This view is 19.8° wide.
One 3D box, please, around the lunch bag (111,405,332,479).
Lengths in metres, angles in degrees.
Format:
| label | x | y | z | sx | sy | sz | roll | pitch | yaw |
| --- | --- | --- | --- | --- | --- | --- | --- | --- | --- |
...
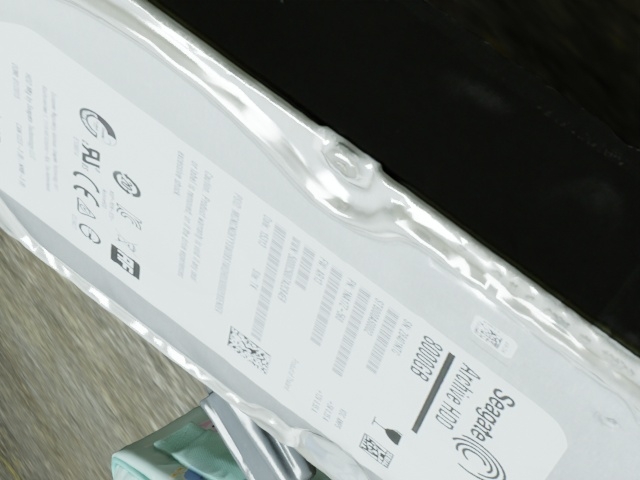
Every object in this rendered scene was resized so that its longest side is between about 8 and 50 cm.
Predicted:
| label | x | y | z | sx | sy | sz | roll | pitch | yaw |
| --- | --- | --- | --- | --- | --- | --- | --- | --- | --- |
| lunch bag | -0.009 | 0.201 | 1.009 | 0.279 | 0.108 | 0.224 | 17 | 129 | 63 |

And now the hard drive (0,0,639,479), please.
| label | x | y | z | sx | sy | sz | roll | pitch | yaw |
| --- | --- | --- | --- | --- | --- | --- | --- | --- | --- |
| hard drive | 0.000 | 0.000 | 0.614 | 0.339 | 0.064 | 0.237 | 36 | 156 | 10 |

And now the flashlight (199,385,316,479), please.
| label | x | y | z | sx | sy | sz | roll | pitch | yaw |
| --- | --- | --- | --- | --- | --- | --- | --- | --- | --- |
| flashlight | -0.073 | -0.023 | 0.872 | 0.304 | 0.103 | 0.103 | 60 | 158 | 7 |
